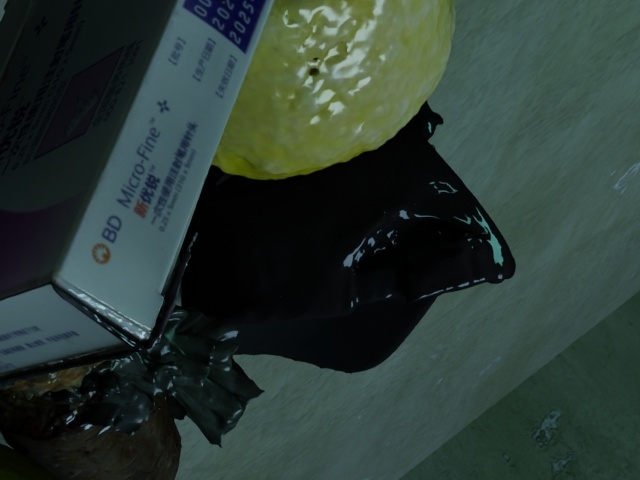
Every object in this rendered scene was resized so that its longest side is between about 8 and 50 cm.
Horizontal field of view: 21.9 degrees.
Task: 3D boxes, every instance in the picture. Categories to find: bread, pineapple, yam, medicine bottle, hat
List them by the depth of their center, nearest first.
[{"bbox_3d":[-0.098,-0.039,0.674,0.171,0.052,0.201,-13,-131,48],"label":"medicine bottle"},{"bbox_3d":[-0.030,-0.130,0.840,0.197,0.197,0.170,-36,150,-18],"label":"bread"},{"bbox_3d":[-0.137,0.055,1.011,0.128,0.128,0.248,-45,139,9],"label":"pineapple"},{"bbox_3d":[-0.015,-0.016,1.226,0.238,0.209,0.336,-7,165,-28],"label":"hat"},{"bbox_3d":[-0.175,0.132,1.236,0.131,0.131,0.279,-38,162,-12],"label":"yam"}]

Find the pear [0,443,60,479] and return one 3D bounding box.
[{"bbox_3d":[-0.271,0.304,1.091,0.352,0.352,0.413,-34,168,-25],"label":"pear"}]
